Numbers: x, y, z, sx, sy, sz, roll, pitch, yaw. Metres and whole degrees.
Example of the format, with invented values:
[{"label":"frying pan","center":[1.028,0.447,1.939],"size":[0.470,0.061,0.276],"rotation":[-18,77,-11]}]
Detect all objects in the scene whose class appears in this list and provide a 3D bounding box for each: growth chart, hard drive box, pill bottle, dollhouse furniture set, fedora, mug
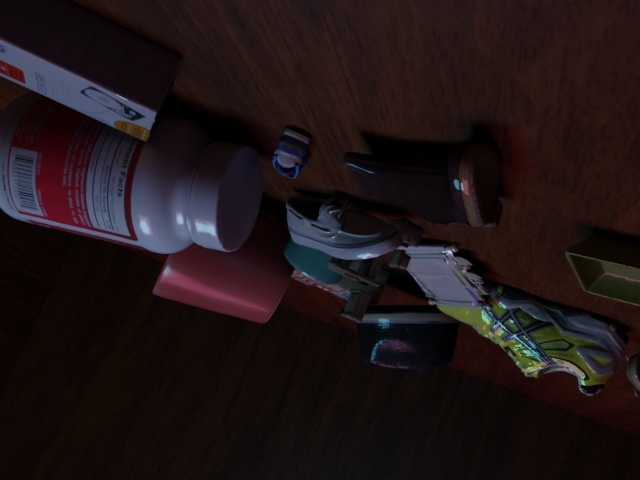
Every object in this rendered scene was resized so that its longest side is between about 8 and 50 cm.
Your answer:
[{"label":"growth chart","center":[0.240,0.072,1.522],"size":[0.172,0.021,0.237],"rotation":[5,149,37]},{"label":"hard drive box","center":[-0.322,-0.240,1.090],"size":[0.232,0.089,0.181],"rotation":[25,168,-12]},{"label":"pill bottle","center":[-0.315,-0.106,1.311],"size":[0.408,0.229,0.229],"rotation":[12,167,16]},{"label":"dollhouse furniture set","center":[0.080,0.046,1.437],"size":[0.101,0.181,0.161],"rotation":[26,169,-18]},{"label":"fedora","center":[0.210,0.232,1.899],"size":[0.334,0.152,0.334],"rotation":[0,174,0]},{"label":"mug","center":[-0.002,0.003,1.576],"size":[0.158,0.097,0.129],"rotation":[43,-157,27]}]

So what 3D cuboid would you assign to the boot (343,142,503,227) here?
[{"label":"boot","center":[0.121,-0.076,1.015],"size":[0.207,0.090,0.248],"rotation":[16,171,19]}]

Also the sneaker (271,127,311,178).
[{"label":"sneaker","center":[-0.049,-0.122,1.203],"size":[0.053,0.059,0.144],"rotation":[19,170,2]}]

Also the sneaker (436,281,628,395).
[{"label":"sneaker","center":[0.402,0.187,1.591],"size":[0.385,0.147,0.145],"rotation":[17,170,30]}]

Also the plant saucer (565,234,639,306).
[{"label":"plant saucer","center":[0.451,0.048,1.100],"size":[0.188,0.045,0.188],"rotation":[15,167,30]}]

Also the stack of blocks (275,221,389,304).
[{"label":"stack of blocks","center":[-0.006,0.059,1.907],"size":[0.297,0.087,0.171],"rotation":[25,169,-16]}]

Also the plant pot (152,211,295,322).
[{"label":"plant pot","center":[-0.187,0.040,1.668],"size":[0.243,0.274,0.275],"rotation":[26,168,-8]}]

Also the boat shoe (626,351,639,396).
[{"label":"boat shoe","center":[0.706,0.298,1.644],"size":[0.285,0.104,0.089],"rotation":[28,164,-33]}]

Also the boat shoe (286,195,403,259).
[{"label":"boat shoe","center":[0.033,-0.034,1.402],"size":[0.268,0.096,0.088],"rotation":[17,131,52]}]

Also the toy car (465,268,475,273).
[{"label":"toy car","center":[0.237,0.059,1.570],"size":[0.122,0.040,0.060],"rotation":[12,165,42]}]
